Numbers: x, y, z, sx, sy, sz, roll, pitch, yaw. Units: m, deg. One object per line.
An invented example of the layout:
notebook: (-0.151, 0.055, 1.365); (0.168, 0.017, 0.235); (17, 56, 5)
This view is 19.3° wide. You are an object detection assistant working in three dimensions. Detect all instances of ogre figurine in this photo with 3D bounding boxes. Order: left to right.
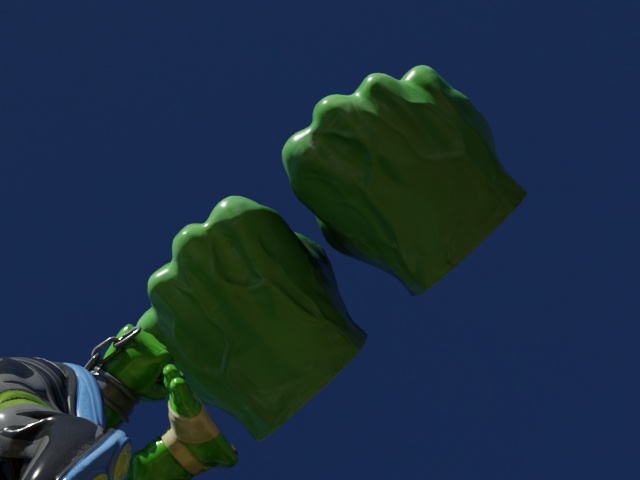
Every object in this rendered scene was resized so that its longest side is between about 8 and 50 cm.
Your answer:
ogre figurine: (-0.083, 0.147, 0.922); (0.118, 0.097, 0.197); (-35, -95, -4)

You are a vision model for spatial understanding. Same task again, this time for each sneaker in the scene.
sneaker: (-0.118, 0.086, 0.725); (0.078, 0.188, 0.067); (13, -82, -17)

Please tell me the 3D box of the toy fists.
toy fists: (0.000, 0.000, 1.284); (0.279, 0.096, 0.142); (-42, -85, 4)
